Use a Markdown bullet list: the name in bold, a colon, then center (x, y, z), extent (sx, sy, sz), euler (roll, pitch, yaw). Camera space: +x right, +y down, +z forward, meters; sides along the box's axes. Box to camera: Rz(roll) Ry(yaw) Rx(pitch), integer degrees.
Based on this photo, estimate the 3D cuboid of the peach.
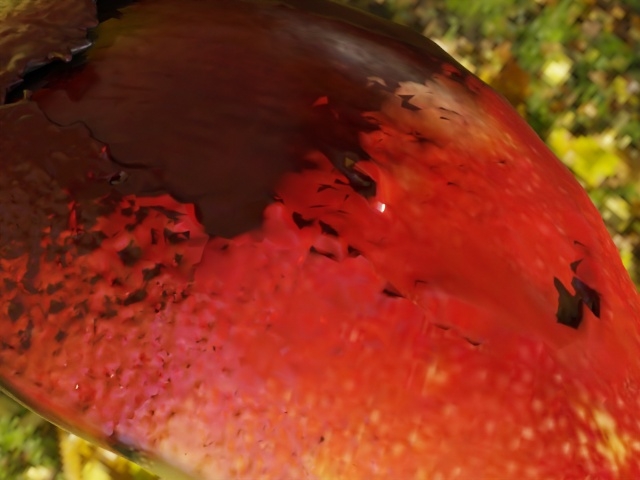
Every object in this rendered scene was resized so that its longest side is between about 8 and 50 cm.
- **peach**: center (0.000, -0.004, 0.442), extent (0.279, 0.068, 0.189), euler (28, 29, 16)
